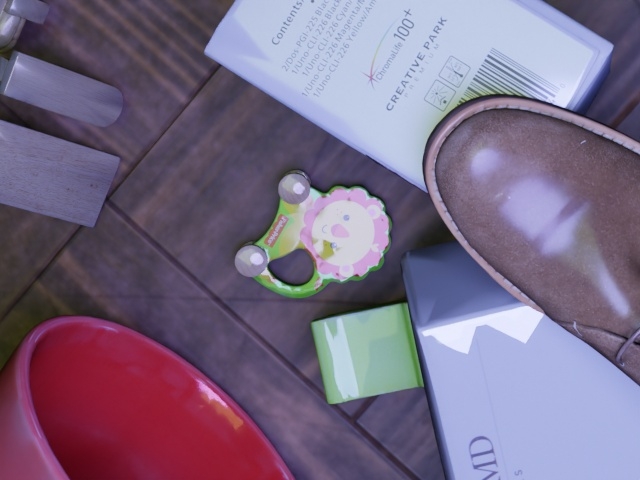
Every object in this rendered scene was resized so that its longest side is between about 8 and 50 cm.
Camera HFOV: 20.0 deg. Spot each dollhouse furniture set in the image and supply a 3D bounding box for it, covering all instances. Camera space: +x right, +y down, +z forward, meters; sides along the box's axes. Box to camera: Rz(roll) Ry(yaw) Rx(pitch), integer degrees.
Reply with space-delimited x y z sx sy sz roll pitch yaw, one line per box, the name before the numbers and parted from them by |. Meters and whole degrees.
dollhouse furniture set | -0.231 -0.112 1.361 0.151 0.123 0.144 27 97 42

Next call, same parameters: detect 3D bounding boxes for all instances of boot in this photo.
boot | 0.185 0.034 0.981 0.305 0.115 0.112 39 103 -11

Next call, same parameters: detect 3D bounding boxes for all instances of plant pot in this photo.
plant pot | -0.172 0.229 1.259 0.275 0.275 0.243 45 109 5

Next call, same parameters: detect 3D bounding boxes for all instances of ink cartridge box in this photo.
ink cartridge box | 0.042 -0.133 1.175 0.272 0.309 0.130 32 97 6

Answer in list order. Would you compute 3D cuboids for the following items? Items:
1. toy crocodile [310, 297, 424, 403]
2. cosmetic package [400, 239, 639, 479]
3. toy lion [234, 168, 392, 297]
toy crocodile | 0.164 0.054 1.251 0.340 0.105 0.115 -7 91 -3
cosmetic package | 0.257 0.081 1.135 0.385 0.156 0.217 -16 107 1
toy lion | 0.000 0.000 1.329 0.096 0.034 0.100 32 97 -1
